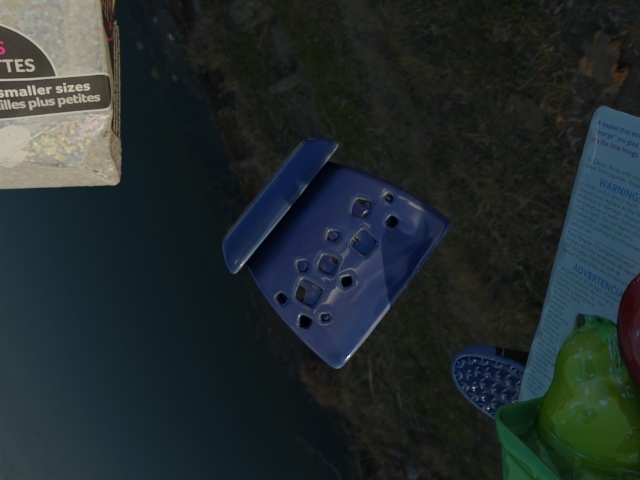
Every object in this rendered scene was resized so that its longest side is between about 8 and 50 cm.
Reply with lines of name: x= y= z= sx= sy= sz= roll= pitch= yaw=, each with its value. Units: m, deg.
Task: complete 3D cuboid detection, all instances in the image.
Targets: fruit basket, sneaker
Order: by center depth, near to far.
fruit basket: x=0.270 y=0.118 z=0.483 sx=0.327 sy=0.165 sz=0.353 roll=43 pitch=126 yaw=56
sneaker: x=0.262 y=0.165 z=0.765 sx=0.232 sy=0.090 sz=0.081 roll=21 pitch=118 yaw=21

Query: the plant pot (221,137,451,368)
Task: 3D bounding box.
plant pot: x=0.000 y=0.000 z=0.935 sx=0.212 sy=0.236 sz=0.236 roll=39 pitch=179 yaw=-8

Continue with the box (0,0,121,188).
box: x=-0.227 y=-0.121 z=0.332 sx=0.142 sy=0.247 sz=0.163 roll=99 pitch=162 yaw=-46
